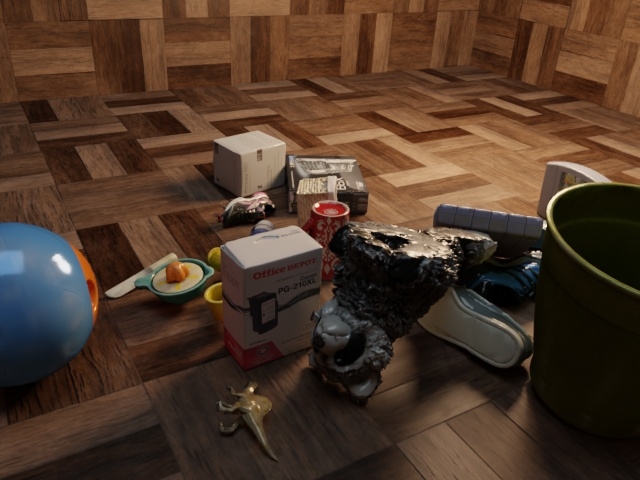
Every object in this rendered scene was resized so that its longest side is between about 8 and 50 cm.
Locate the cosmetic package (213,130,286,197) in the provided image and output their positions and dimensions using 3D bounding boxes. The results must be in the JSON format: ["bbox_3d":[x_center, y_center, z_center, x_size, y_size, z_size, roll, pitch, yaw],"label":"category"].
[{"bbox_3d":[-0.229,-0.249,1.870,0.183,0.151,0.151,-23,39,-38],"label":"cosmetic package"}]

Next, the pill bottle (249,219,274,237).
[{"bbox_3d":[-0.152,-0.005,1.518,0.067,0.067,0.120,4,28,1],"label":"pill bottle"}]

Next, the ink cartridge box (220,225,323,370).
[{"bbox_3d":[-0.095,0.110,1.136,0.171,0.237,0.100,-15,34,-30],"label":"ink cartridge box"}]

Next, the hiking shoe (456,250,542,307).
[{"bbox_3d":[0.465,0.106,1.374,0.303,0.113,0.132,-1,51,-8],"label":"hiking shoe"}]

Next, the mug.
[{"bbox_3d":[0.009,0.003,1.415,0.113,0.169,0.150,25,35,33],"label":"mug"}]

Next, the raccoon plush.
[{"bbox_3d":[0.174,0.139,1.128,0.446,0.299,0.216,3,18,-28],"label":"raccoon plush"}]

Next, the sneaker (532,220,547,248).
[{"bbox_3d":[0.656,-0.001,1.584,0.228,0.088,0.092,29,36,36],"label":"sneaker"}]

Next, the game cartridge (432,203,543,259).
[{"bbox_3d":[0.388,-0.019,1.413,0.230,0.068,0.355,14,-7,12],"label":"game cartridge"}]

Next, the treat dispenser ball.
[{"bbox_3d":[-0.547,0.112,1.032,0.288,0.288,0.288,3,29,-1],"label":"treat dispenser ball"}]

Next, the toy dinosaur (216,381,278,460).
[{"bbox_3d":[-0.126,0.293,0.991,0.092,0.053,0.183,-4,29,-16],"label":"toy dinosaur"}]

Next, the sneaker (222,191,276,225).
[{"bbox_3d":[-0.198,-0.084,1.663,0.077,0.072,0.178,35,46,27],"label":"sneaker"}]

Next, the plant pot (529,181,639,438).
[{"bbox_3d":[0.529,0.143,1.010,0.366,0.353,0.366,4,34,-3],"label":"plant pot"}]

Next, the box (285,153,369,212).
[{"bbox_3d":[0.011,-0.185,1.855,0.242,0.077,0.307,1,28,-6],"label":"box"}]

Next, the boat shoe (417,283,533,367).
[{"bbox_3d":[0.309,0.162,1.243,0.099,0.116,0.319,4,22,-43],"label":"boat shoe"}]

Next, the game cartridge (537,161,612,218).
[{"bbox_3d":[0.747,-0.111,1.678,0.060,0.196,0.294,-7,30,-20],"label":"game cartridge"}]

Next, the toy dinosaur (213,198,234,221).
[{"bbox_3d":[-0.264,-0.082,1.680,0.090,0.047,0.082,15,47,0],"label":"toy dinosaur"}]

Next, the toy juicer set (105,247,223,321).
[{"bbox_3d":[-0.299,0.066,1.311,0.328,0.090,0.209,7,36,21],"label":"toy juicer set"}]

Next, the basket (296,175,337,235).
[{"bbox_3d":[-0.007,-0.079,1.573,0.103,0.167,0.113,0,28,4],"label":"basket"}]
